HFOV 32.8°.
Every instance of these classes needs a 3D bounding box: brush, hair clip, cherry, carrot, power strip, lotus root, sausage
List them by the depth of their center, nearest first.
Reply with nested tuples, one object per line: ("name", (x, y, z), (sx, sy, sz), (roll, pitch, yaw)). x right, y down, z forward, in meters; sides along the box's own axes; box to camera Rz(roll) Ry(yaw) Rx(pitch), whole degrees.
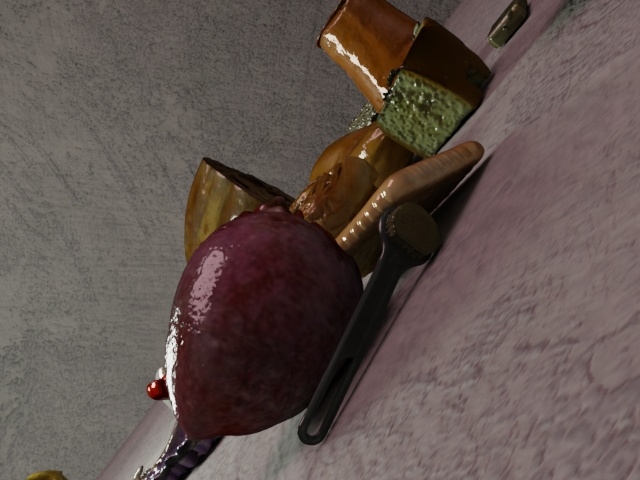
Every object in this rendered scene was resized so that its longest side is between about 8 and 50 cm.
("brush", (0.043, 0.067, 0.947), (0.027, 0.062, 0.266), (-37, 20, 51))
("cherry", (-0.061, 0.086, 1.019), (0.250, 0.175, 0.192), (-57, -3, -36))
("hair clip", (-0.196, 0.282, 1.504), (0.292, 0.084, 0.106), (-55, 7, 32))
("sausage", (0.072, -0.124, 1.740), (0.134, 0.116, 0.354), (-39, 4, -15))
("power strip", (0.302, -0.352, 1.746), (0.076, 0.028, 0.169), (-50, 3, 23))
("carrot", (0.119, -0.313, 1.887), (0.196, 0.254, 0.196), (-50, 0, 1))
("lotus root", (-0.144, -0.011, 2.405), (0.316, 0.316, 0.250), (-99, 29, -84))

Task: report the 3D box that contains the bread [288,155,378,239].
("bread", (0.001, -0.002, 1.434), (0.236, 0.120, 0.198), (-47, 8, 44))

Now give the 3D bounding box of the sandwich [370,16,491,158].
("sandwich", (0.164, -0.230, 1.570), (0.122, 0.128, 0.236), (-57, 3, 37))

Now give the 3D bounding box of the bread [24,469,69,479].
("bread", (-0.465, 0.498, 1.715), (0.196, 0.239, 0.252), (-17, -7, -7))

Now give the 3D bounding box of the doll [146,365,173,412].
("doll", (-0.183, 0.205, 1.678), (0.188, 0.099, 0.384), (-15, -11, -22))

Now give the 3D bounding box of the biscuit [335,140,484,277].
("biscuit", (0.061, -0.012, 1.146), (0.160, 0.030, 0.250), (-26, -16, -43))

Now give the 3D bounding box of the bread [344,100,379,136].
("bread", (0.127, -0.233, 2.154), (0.183, 0.102, 0.337), (-50, 1, -32))
